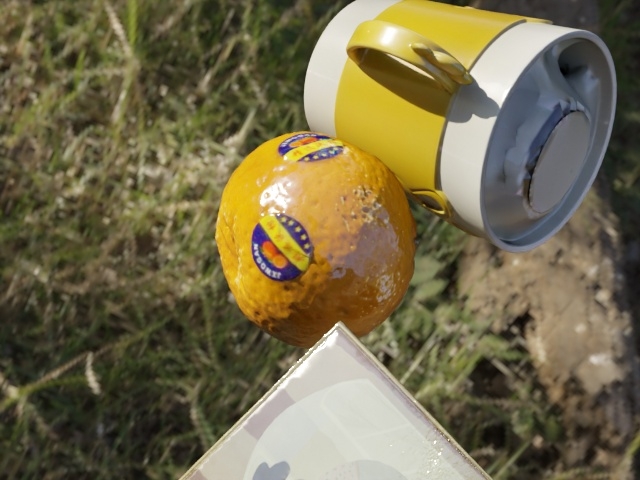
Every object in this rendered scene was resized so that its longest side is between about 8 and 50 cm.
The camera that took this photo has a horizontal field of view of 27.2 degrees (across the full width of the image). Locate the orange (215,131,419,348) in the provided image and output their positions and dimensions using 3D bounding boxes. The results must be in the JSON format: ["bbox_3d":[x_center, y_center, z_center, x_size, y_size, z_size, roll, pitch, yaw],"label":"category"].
[{"bbox_3d":[-0.003,-0.001,1.058,0.155,0.177,0.177,-21,62,-29],"label":"orange"}]

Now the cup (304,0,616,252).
[{"bbox_3d":[0.100,-0.120,1.091,0.226,0.185,0.241,25,-6,38],"label":"cup"}]

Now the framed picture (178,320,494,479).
[{"bbox_3d":[0.024,0.154,0.714,0.201,0.136,0.010,45,0,32],"label":"framed picture"}]
